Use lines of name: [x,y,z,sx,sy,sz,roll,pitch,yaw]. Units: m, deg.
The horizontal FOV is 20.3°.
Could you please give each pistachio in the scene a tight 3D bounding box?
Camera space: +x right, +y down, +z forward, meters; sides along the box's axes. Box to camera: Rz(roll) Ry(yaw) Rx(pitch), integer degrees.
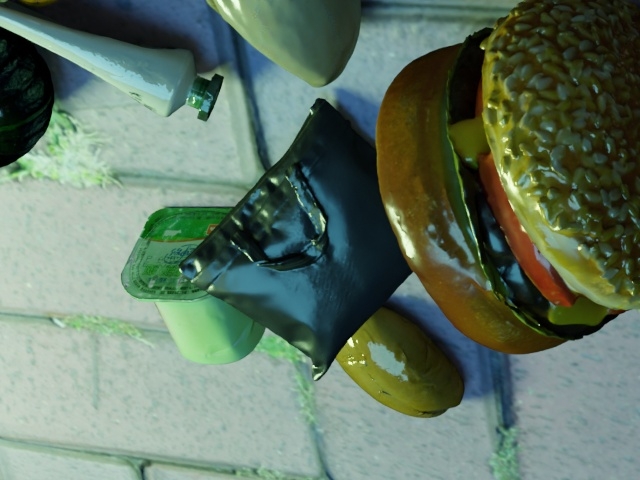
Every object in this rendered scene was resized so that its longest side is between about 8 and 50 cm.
pistachio: [-0.039,-0.253,1.722,0.153,0.137,0.238,-21,128,-4]

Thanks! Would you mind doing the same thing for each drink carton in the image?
drink carton: [-0.132,0.061,2.051,0.146,0.144,0.142,2,137,23]

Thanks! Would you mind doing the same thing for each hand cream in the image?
hand cream: [-0.265,-0.214,1.885,0.336,0.121,0.076,23,99,-1]

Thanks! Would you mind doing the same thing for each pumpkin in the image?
pumpkin: [-0.392,-0.163,1.956,0.202,0.140,0.202,15,136,15]

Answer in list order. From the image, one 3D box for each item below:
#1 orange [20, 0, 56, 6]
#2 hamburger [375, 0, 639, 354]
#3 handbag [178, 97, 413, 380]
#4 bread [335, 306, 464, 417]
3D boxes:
orange: [-0.290,-0.282,1.843,0.084,0.083,0.083,12,134,13]
hamburger: [0.227,-0.064,1.647,0.250,0.330,0.330,-19,121,34]
handbag: [0.000,0.000,1.922,0.211,0.088,0.254,39,102,-13]
bread: [0.086,0.146,2.076,0.189,0.077,0.114,41,129,-12]
